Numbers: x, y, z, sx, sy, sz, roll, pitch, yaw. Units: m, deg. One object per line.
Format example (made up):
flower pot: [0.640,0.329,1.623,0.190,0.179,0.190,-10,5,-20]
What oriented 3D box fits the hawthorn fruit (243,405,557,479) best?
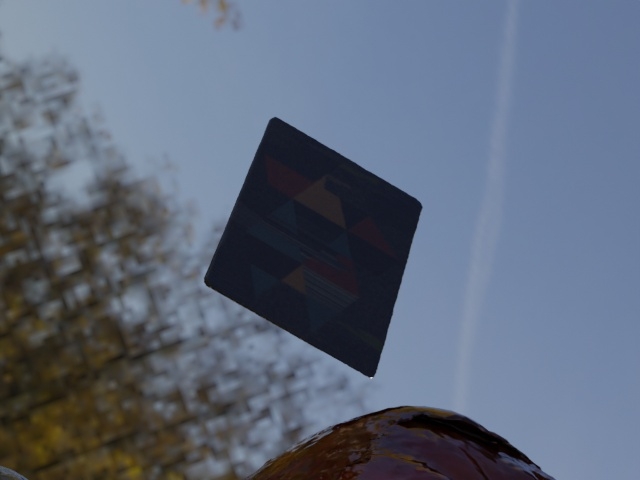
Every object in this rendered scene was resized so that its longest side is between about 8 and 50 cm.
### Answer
hawthorn fruit: [0.019,0.235,1.091,0.307,0.276,0.276,-19,-90,36]

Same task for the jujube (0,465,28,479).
jujube: [-0.164,0.171,0.534,0.308,0.215,0.246,-46,-124,49]

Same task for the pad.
pad: [0.000,0.000,1.419,0.003,0.143,0.211,-52,-167,38]
